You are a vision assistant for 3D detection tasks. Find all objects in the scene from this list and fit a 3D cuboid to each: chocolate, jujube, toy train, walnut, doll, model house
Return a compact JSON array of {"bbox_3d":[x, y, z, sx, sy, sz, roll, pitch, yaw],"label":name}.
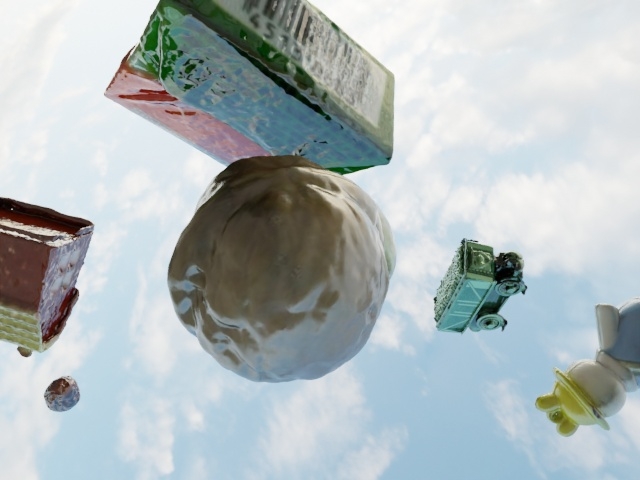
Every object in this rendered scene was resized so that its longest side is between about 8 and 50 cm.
[{"bbox_3d":[-0.107,-0.234,0.760,0.341,0.360,0.162,-5,-119,54],"label":"chocolate"},{"bbox_3d":[-0.611,0.363,1.164,0.129,0.077,0.077,126,-27,-53],"label":"jujube"},{"bbox_3d":[0.344,0.108,1.071,0.154,0.270,0.115,11,-128,4],"label":"toy train"},{"bbox_3d":[-0.038,0.024,0.539,0.248,0.248,0.249,-18,-128,24],"label":"walnut"},{"bbox_3d":[0.385,0.156,0.631,0.241,0.135,0.099,-40,-145,1],"label":"doll"},{"bbox_3d":[-0.536,0.068,0.848,0.160,0.195,0.254,-106,-147,-81],"label":"model house"}]

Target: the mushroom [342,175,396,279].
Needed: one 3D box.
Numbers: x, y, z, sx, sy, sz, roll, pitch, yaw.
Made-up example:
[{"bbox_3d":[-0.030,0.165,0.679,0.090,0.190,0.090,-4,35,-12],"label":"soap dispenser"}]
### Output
[{"bbox_3d":[0.000,0.000,1.088,0.352,0.352,0.260,22,-110,41],"label":"mushroom"}]
